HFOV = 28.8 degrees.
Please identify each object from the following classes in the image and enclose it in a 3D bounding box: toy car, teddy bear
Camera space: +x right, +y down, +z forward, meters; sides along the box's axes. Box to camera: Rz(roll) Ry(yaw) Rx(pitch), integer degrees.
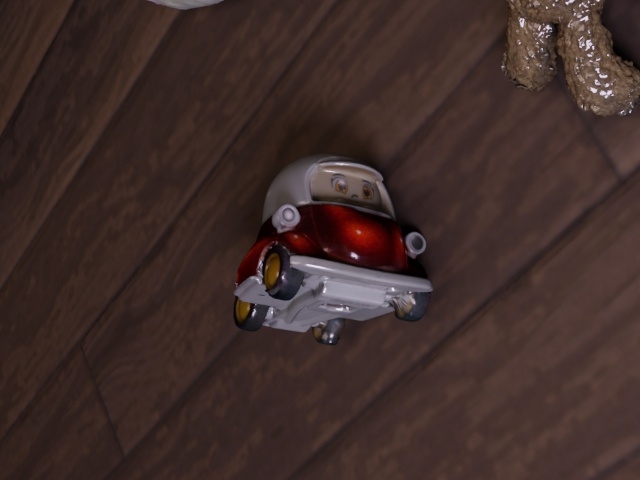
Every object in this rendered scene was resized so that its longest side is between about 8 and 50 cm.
[{"bbox_3d":[0.000,0.000,0.807,0.139,0.112,0.112,-30,55,56],"label":"toy car"},{"bbox_3d":[0.129,-0.151,0.658,0.119,0.078,0.160,28,114,49],"label":"teddy bear"}]

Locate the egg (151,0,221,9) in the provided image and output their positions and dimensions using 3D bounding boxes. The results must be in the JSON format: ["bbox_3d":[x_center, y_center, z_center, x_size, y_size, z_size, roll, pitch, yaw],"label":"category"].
[{"bbox_3d":[-0.160,-0.337,0.894,0.337,0.201,0.337,3,94,51],"label":"egg"}]
